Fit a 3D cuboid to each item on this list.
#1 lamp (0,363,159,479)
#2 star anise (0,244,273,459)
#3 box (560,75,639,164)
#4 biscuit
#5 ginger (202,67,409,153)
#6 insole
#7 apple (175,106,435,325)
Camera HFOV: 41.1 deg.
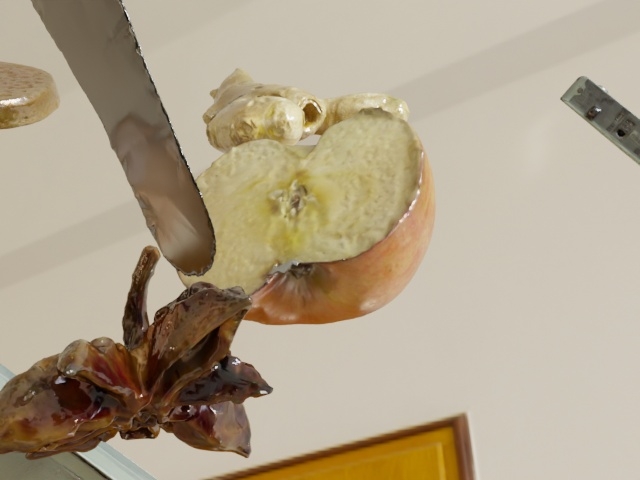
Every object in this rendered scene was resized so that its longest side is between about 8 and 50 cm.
[{"bbox_3d":[-0.323,0.241,0.824,0.269,0.047,0.266,-29,-57,21],"label":"lamp"},{"bbox_3d":[-0.129,0.102,0.605,0.212,0.111,0.196,-28,-43,0],"label":"star anise"},{"bbox_3d":[0.413,-0.094,1.023,0.045,0.270,0.211,-51,-16,17],"label":"box"},{"bbox_3d":[-0.638,-0.227,1.387,0.395,0.350,0.070,5,-66,0],"label":"biscuit"},{"bbox_3d":[-0.093,-0.191,1.338,0.348,0.363,0.122,8,-66,35],"label":"ginger"},{"bbox_3d":[-0.103,-0.089,0.402,0.003,0.232,0.080,-25,-2,-38],"label":"insole"},{"bbox_3d":[0.000,0.000,0.963,0.293,0.251,0.163,-13,-43,21],"label":"apple"}]
